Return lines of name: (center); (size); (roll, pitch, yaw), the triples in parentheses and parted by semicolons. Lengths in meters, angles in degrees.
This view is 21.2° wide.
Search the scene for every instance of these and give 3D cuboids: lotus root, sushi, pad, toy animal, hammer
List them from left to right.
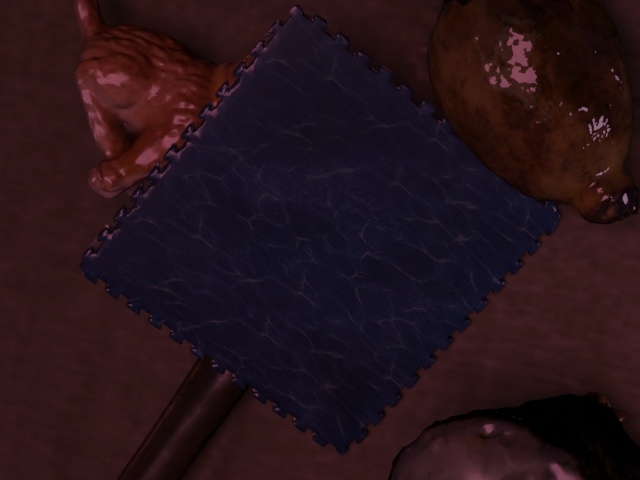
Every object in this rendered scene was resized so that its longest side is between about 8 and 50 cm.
hammer: (-0.156, 0.224, 1.380); (0.168, 0.044, 0.440); (38, 103, 9)
toy animal: (-0.092, -0.135, 1.302); (0.185, 0.104, 0.184); (-12, 92, 21)
pad: (0.000, 0.000, 1.276); (0.270, 0.012, 0.269); (36, 105, -14)
sushi: (0.136, 0.284, 1.222); (0.234, 0.207, 0.348); (1, 89, 28)
lotus root: (0.156, -0.105, 1.218); (0.138, 0.138, 0.214); (-25, 90, 17)
